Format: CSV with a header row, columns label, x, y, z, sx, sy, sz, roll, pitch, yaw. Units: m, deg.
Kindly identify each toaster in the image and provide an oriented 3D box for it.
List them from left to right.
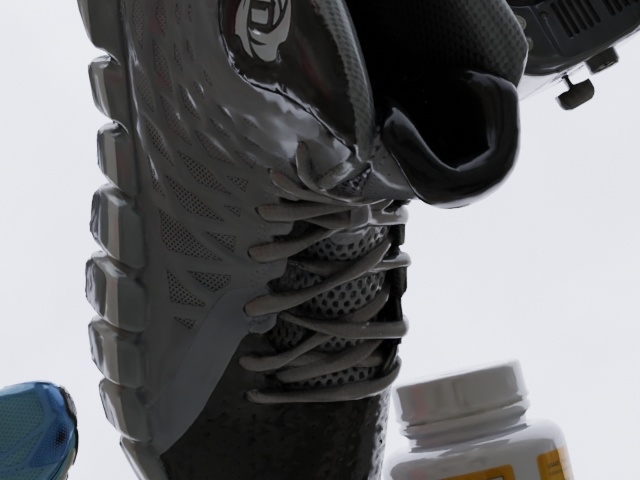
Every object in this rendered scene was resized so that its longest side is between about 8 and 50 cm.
label,x,y,z,sx,sy,sz,roll,pitch,yaw
toaster,0.102,-0.184,1.125,0.129,0.146,0.227,-29,-98,-10

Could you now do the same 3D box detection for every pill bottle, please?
label,x,y,z,sx,sy,sz,roll,pitch,yaw
pill bottle,0.107,0.186,1.185,0.117,0.117,0.215,-12,-92,-4

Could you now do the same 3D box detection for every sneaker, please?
label,x,y,z,sx,sy,sz,roll,pitch,yaw
sneaker,-0.181,0.103,0.823,0.162,0.063,0.073,-25,-27,-3
sneaker,0.000,0.000,0.487,0.086,0.132,0.228,-21,-68,-30
